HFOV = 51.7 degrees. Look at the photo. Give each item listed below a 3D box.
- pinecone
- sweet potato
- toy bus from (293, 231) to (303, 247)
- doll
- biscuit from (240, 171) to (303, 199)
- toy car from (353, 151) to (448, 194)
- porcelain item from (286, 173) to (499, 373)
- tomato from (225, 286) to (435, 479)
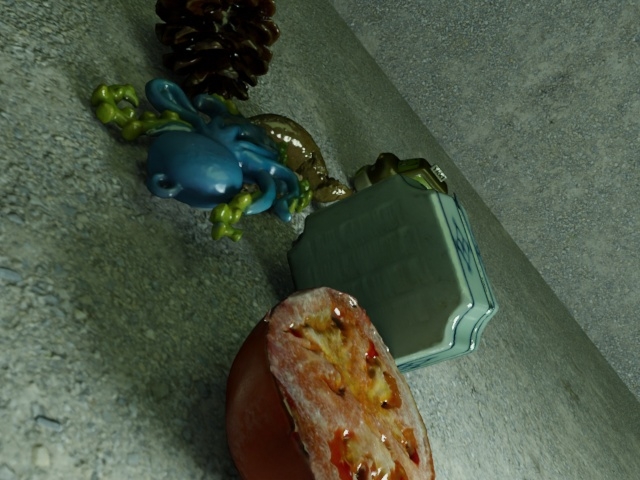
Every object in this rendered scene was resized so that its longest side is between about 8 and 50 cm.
[{"bbox_3d":[-0.197,-0.394,1.250,0.244,0.244,0.309,30,45,-42],"label":"pinecone"},{"bbox_3d":[-0.052,-0.181,1.380,0.310,0.098,0.124,38,33,-23],"label":"sweet potato"},{"bbox_3d":[0.000,0.000,1.192,0.052,0.102,0.058,41,27,-24],"label":"toy bus"},{"bbox_3d":[-0.173,-0.132,1.035,0.346,0.098,0.341,36,28,7],"label":"doll"},{"bbox_3d":[-0.099,-0.101,1.191,0.168,0.082,0.070,4,88,-60],"label":"biscuit"},{"bbox_3d":[0.227,-0.127,1.693,0.248,0.198,0.204,47,24,-11],"label":"toy car"},{"bbox_3d":[0.110,0.063,1.028,0.157,0.286,0.281,18,52,-56],"label":"porcelain item"},{"bbox_3d":[-0.002,0.224,0.798,0.338,0.144,0.338,43,28,-30],"label":"tomato"}]
